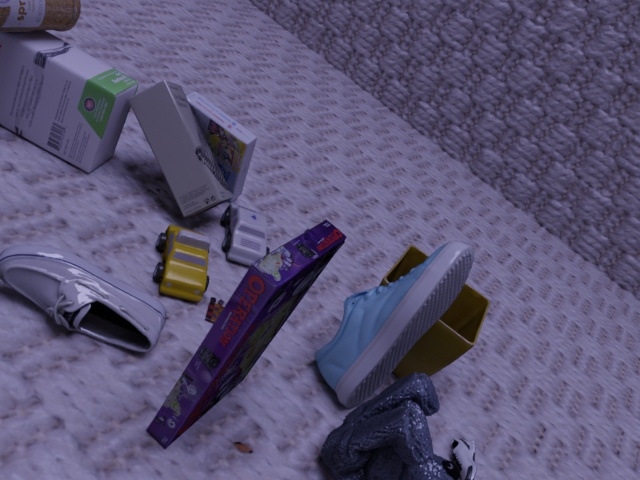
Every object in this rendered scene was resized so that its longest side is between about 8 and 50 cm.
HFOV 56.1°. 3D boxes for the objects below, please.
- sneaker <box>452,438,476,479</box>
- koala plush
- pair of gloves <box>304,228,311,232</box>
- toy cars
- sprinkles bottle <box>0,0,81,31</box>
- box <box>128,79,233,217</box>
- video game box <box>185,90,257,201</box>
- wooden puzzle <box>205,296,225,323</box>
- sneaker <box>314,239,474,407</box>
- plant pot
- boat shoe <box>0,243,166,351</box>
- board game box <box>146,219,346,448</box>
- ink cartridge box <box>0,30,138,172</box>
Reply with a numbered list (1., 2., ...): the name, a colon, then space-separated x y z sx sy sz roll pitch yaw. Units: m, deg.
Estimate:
1. sneaker: 0.264 0.413 1.116 0.044 0.040 0.109 16 25 3
2. koala plush: 0.135 0.366 0.953 0.221 0.203 0.196 55 18 -2
3. pair of gloves: 0.000 0.000 1.513 0.074 0.010 0.083 7 37 -37
4. toy cars: -0.206 -0.004 1.240 0.176 0.087 0.394 40 30 12
5. sprinkles bottle: -0.604 -0.433 1.073 0.121 0.121 0.355 38 31 10
6. box: -0.295 -0.193 1.287 0.113 0.094 0.275 -61 127 -80
7. video game box: -0.248 -0.215 1.402 0.187 0.205 0.048 39 51 10
8. wooden puzzle: -0.188 0.139 1.122 0.049 0.006 0.083 24 30 -15
9. sneaker: 0.116 0.122 1.087 0.150 0.366 0.135 44 8 29
10. plant pot: 0.201 0.170 1.264 0.212 0.187 0.212 36 29 9
11. boat shoe: -0.371 0.098 0.926 0.268 0.096 0.088 32 26 -22
12. board game box: -0.106 0.133 0.860 0.056 0.347 0.208 43 31 13
13. ink cartridge box: -0.549 -0.300 1.247 0.273 0.198 0.114 30 29 -5
